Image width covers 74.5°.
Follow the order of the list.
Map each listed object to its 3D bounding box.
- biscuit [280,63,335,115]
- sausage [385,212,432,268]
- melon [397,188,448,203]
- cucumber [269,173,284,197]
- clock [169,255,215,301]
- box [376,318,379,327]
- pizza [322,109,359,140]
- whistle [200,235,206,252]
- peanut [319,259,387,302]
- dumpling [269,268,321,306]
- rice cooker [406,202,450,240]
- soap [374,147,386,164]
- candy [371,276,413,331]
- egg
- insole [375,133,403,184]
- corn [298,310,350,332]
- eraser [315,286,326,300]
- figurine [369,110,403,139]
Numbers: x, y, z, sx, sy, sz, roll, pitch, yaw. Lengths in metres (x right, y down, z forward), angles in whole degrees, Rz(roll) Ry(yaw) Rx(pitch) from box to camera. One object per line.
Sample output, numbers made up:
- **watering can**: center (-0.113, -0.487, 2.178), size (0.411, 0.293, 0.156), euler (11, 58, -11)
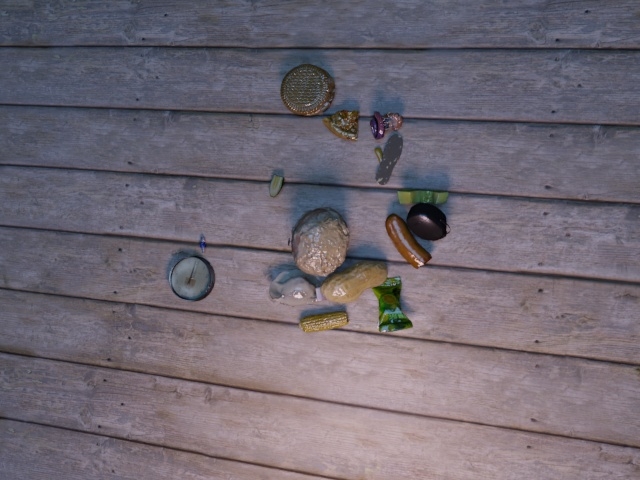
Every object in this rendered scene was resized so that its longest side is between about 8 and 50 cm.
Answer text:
- **biscuit**: center (-0.060, -0.710, 1.991), size (0.259, 0.079, 0.259), euler (-1, 85, 11)
- **sausage**: center (0.377, 0.002, 1.867), size (0.109, 0.109, 0.270), euler (-35, 82, 6)
- **melon**: center (0.452, -0.193, 1.859), size (0.210, 0.118, 0.064), euler (5, 101, 22)
- **cucumber**: center (-0.208, -0.256, 2.012), size (0.067, 0.035, 0.107), euler (20, 91, 28)
- **clock**: center (-0.626, 0.187, 2.050), size (0.226, 0.049, 0.225), euler (0, 88, 10)
- **box**: center (0.290, 0.359, 1.898), size (0.054, 0.024, 0.083), euler (14, 88, 8)
- **pizza**: center (0.122, -0.551, 1.961), size (0.161, 0.062, 0.182), euler (-43, 79, -1)
- **whistle**: center (-0.577, 0.020, 2.062), size (0.033, 0.029, 0.083), euler (-13, 77, 46)
- **peanut**: center (0.153, 0.178, 1.860), size (0.313, 0.149, 0.149), euler (-27, 82, -11)
- **dumpling**: center (-0.110, 0.208, 1.927), size (0.247, 0.142, 0.172), euler (2, 58, -8)
- **rice cooker**: center (0.465, -0.079, 1.818), size (0.203, 0.142, 0.118), euler (34, 56, -27)
- **soap**: center (0.277, -0.389, 1.948), size (0.034, 0.012, 0.089), euler (-24, 84, 4)
- **candy**: center (0.311, 0.283, 1.869), size (0.149, 0.069, 0.246), euler (-9, 68, 2)
- **egg**: center (0.000, 0.000, 1.852), size (0.279, 0.279, 0.310), euler (12, 85, 10)
- **insole**: center (0.317, -0.371, 1.935), size (0.081, 0.011, 0.247), euler (22, 88, -4)
- **corn**: center (0.014, 0.370, 1.917), size (0.238, 0.080, 0.080), euler (-13, 85, 10)
- **eraser**: center (0.028, 0.236, 1.911), size (0.026, 0.105, 0.064), euler (-17, 80, 47)
- **figurine**: center (0.294, -0.537, 1.915), size (0.157, 0.126, 0.114), euler (-32, 38, -17)
